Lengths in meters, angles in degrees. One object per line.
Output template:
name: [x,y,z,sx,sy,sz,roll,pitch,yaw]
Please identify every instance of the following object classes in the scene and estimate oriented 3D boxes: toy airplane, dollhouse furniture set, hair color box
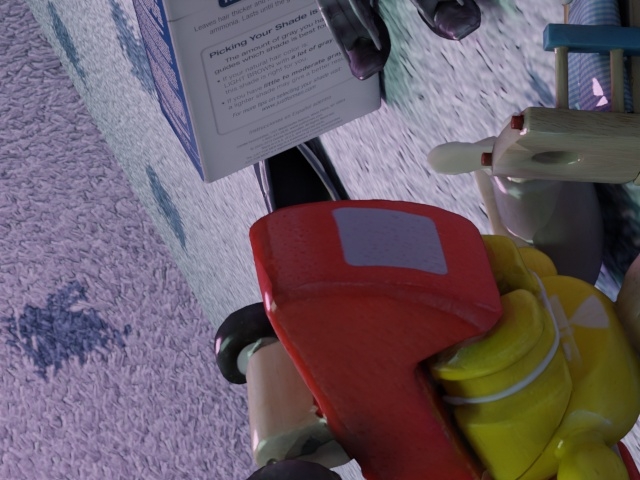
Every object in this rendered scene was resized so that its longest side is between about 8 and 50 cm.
toy airplane: [0.157,0.106,0.865,0.386,0.272,0.384,53,-156,7]
dollhouse furniture set: [0.143,-0.108,0.581,0.184,0.128,0.129,116,156,-75]
hair color box: [-0.058,-0.215,1.173,0.105,0.173,0.347,57,165,34]

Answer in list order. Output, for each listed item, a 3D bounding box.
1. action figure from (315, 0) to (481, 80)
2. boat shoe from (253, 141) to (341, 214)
action figure: [-0.009,-0.244,0.972,0.285,0.185,0.099,53,-160,-24]
boat shoe: [0.000,0.000,1.558,0.079,0.095,0.255,72,179,-80]
